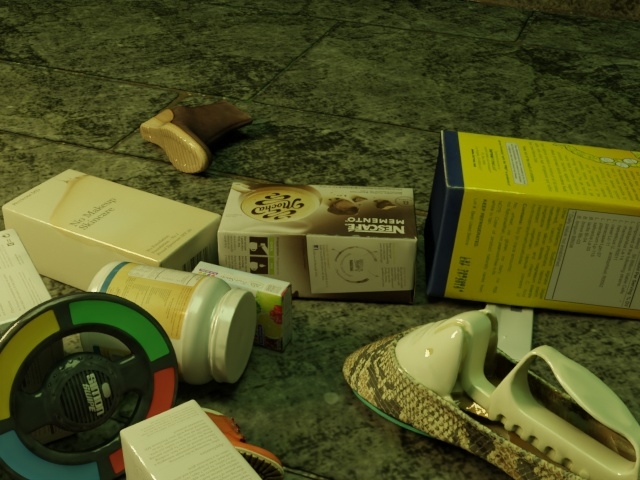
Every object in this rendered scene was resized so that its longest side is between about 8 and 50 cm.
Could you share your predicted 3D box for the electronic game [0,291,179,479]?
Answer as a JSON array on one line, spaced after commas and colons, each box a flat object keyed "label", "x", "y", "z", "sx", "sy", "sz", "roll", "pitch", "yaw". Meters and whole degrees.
[{"label": "electronic game", "x": -0.266, "y": 0.170, "z": 0.961, "sx": 0.229, "sy": 0.229, "sz": 0.048, "roll": -19, "pitch": 18, "yaw": -30}]

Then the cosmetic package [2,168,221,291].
[{"label": "cosmetic package", "x": -0.321, "y": 0.000, "z": 1.340, "sx": 0.309, "sy": 0.113, "sz": 0.160, "roll": 17, "pitch": 35, "yaw": 22}]

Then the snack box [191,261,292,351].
[{"label": "snack box", "x": -0.111, "y": 0.093, "z": 1.204, "sx": 0.141, "sy": 0.100, "sz": 0.037, "roll": 13, "pitch": 35, "yaw": 18}]

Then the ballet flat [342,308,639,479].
[{"label": "ballet flat", "x": 0.224, "y": 0.185, "z": 0.990, "sx": 0.164, "sy": 0.182, "sz": 0.483, "roll": -27, "pitch": 41, "yaw": -36}]

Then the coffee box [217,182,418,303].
[{"label": "coffee box", "x": 0.000, "y": 0.000, "z": 1.340, "sx": 0.297, "sy": 0.119, "sz": 0.168, "roll": 3, "pitch": 31, "yaw": 3}]

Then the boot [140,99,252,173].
[{"label": "boot", "x": -0.223, "y": -0.223, "z": 1.720, "sx": 0.207, "sy": 0.090, "sz": 0.248, "roll": -22, "pitch": 35, "yaw": -29}]

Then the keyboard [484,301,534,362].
[{"label": "keyboard", "x": 0.286, "y": 0.100, "z": 1.294, "sx": 0.072, "sy": 0.014, "sz": 0.256, "roll": 13, "pitch": 33, "yaw": 9}]

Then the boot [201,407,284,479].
[{"label": "boot", "x": -0.105, "y": 0.241, "z": 1.010, "sx": 0.158, "sy": 0.059, "sz": 0.084, "roll": 13, "pitch": 29, "yaw": 20}]

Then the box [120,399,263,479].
[{"label": "box", "x": -0.125, "y": 0.274, "z": 0.883, "sx": 0.091, "sy": 0.130, "sz": 0.170, "roll": -19, "pitch": 38, "yaw": -31}]

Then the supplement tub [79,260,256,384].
[{"label": "supplement tub", "x": -0.198, "y": 0.110, "z": 1.132, "sx": 0.199, "sy": 0.144, "sz": 0.144, "roll": 9, "pitch": 33, "yaw": 12}]

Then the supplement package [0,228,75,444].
[{"label": "supplement package", "x": -0.456, "y": 0.143, "z": 1.019, "sx": 0.262, "sy": 0.198, "sz": 0.199, "roll": -16, "pitch": 36, "yaw": -26}]

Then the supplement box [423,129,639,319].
[{"label": "supplement box", "x": 0.348, "y": -0.026, "z": 1.304, "sx": 0.356, "sy": 0.194, "sz": 0.195, "roll": 7, "pitch": 32, "yaw": 1}]
